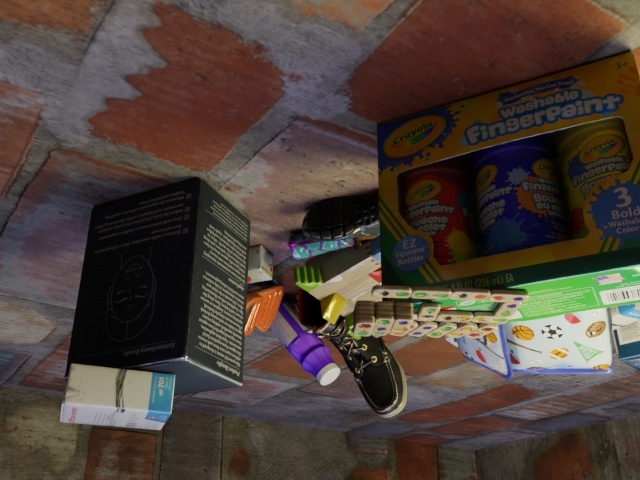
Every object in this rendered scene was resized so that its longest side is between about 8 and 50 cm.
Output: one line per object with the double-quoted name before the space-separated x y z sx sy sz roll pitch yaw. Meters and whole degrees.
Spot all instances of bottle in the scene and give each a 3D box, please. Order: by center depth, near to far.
"bottle" -0.052 0.282 1.953 0.092 0.283 0.118 -44 147 2

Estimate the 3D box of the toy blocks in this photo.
"toy blocks" 0.155 0.096 1.723 0.261 0.190 0.381 -31 134 25

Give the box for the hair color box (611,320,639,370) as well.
"hair color box" 1.005 0.310 2.128 0.105 0.173 0.347 -22 145 38

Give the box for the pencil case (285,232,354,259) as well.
"pencil case" 0.000 0.000 1.622 0.152 0.064 0.070 -16 165 27

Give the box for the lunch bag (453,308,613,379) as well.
"lunch bag" 0.488 0.160 1.685 0.386 0.238 0.327 -3 130 24

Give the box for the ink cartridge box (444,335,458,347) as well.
"ink cartridge box" 0.576 0.256 2.008 0.308 0.091 0.385 -32 134 27

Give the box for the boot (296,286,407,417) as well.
"boot" 0.079 0.272 1.858 0.138 0.377 0.284 -33 136 18

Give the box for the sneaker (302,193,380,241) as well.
"sneaker" 0.092 -0.038 1.512 0.268 0.101 0.106 -10 154 18

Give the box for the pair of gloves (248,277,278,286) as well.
"pair of gloves" -0.204 0.136 1.935 0.198 0.023 0.159 -9 152 16

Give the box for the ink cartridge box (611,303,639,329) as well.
"ink cartridge box" 0.756 0.152 1.839 0.086 0.148 0.203 12 150 -26

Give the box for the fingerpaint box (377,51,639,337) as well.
"fingerpaint box" 0.327 -0.065 1.160 0.445 0.370 0.163 -12 150 24

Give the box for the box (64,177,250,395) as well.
"box" -0.329 0.112 1.474 0.294 0.395 0.212 -12 150 23

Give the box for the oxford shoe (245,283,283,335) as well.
"oxford shoe" -0.191 0.156 1.780 0.133 0.129 0.364 20 -179 14

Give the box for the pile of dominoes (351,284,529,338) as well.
"pile of dominoes" 0.177 0.130 1.099 0.251 0.040 0.196 3 152 -3

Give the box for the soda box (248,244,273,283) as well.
"soda box" -0.230 0.072 1.756 0.216 0.069 0.074 -11 151 18

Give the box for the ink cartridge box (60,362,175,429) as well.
"ink cartridge box" -0.382 0.298 1.314 0.191 0.082 0.139 11 149 -17
